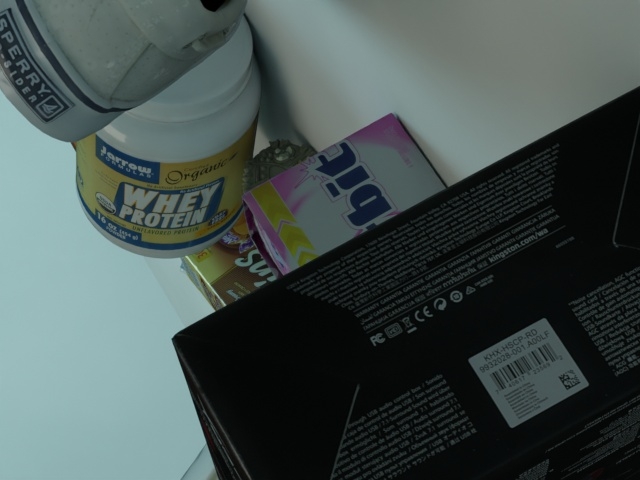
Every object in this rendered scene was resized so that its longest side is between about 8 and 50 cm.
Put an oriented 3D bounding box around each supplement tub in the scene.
[{"bbox_3d":[-0.121,-0.094,1.313,0.144,0.144,0.200,56,157,25],"label":"supplement tub"}]

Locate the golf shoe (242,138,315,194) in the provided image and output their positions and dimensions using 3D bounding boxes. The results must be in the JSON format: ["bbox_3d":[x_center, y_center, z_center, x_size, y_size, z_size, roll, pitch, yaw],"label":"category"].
[{"bbox_3d":[0.000,0.000,1.268,0.176,0.069,0.086,55,174,35],"label":"golf shoe"}]

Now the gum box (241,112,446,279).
[{"bbox_3d":[0.047,0.031,0.998,0.188,0.107,0.062,56,169,22],"label":"gum box"}]

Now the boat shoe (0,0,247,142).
[{"bbox_3d":[-0.060,-0.176,0.909,0.136,0.156,0.367,58,-161,-12],"label":"boat shoe"}]

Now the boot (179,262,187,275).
[{"bbox_3d":[-0.039,0.034,1.561,0.190,0.086,0.069,33,177,-40],"label":"boot"}]

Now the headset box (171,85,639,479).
[{"bbox_3d":[0.067,0.087,0.745,0.110,0.218,0.293,58,170,23],"label":"headset box"}]

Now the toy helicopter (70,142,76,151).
[{"bbox_3d":[-0.170,-0.109,1.601,0.235,0.140,0.355,54,171,36],"label":"toy helicopter"}]

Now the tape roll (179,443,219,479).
[{"bbox_3d":[0.052,0.192,1.004,0.286,0.100,0.286,31,-159,-13],"label":"tape roll"}]

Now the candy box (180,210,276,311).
[{"bbox_3d":[-0.041,0.029,1.412,0.187,0.109,0.053,46,162,55],"label":"candy box"}]
